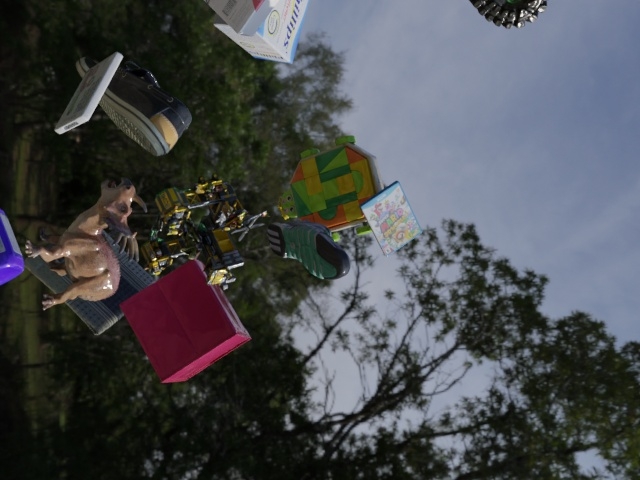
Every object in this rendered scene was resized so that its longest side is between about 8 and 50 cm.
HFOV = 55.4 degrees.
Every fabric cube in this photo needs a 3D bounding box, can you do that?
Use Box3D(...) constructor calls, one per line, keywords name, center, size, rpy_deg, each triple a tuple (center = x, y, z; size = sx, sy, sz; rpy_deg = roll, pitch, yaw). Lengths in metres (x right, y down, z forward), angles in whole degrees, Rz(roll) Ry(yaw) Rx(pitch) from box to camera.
Box3D(name="fabric cube", center=(-0.394, 0.245, 1.825), size=(0.258, 0.259, 0.254), rpy_deg=(57, -5, 12))

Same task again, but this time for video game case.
Box3D(name="video game case", center=(-0.460, -0.291, 1.205), size=(0.143, 0.019, 0.157), rpy_deg=(-5, -122, 47))
Box3D(name="video game case", center=(0.182, -0.054, 1.561), size=(0.166, 0.119, 0.015), rpy_deg=(60, -8, -28))

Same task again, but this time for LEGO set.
Box3D(name="LEGO set", center=(-0.294, 0.014, 1.503), size=(0.331, 0.255, 0.192), rpy_deg=(-50, -118, 42))

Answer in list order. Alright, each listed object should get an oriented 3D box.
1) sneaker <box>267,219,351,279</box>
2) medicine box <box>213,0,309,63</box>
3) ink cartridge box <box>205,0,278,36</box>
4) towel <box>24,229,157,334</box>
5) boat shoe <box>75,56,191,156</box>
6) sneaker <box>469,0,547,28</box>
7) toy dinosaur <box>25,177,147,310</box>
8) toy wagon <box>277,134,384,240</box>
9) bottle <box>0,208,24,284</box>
Box3D(name="sneaker", center=(0.000, 0.000, 1.054), size=(0.224, 0.098, 0.083), rpy_deg=(25, -54, 51))
Box3D(name="medicine box", center=(-0.166, -0.720, 1.856), size=(0.149, 0.289, 0.263), rpy_deg=(16, -88, 20))
Box3D(name="ink cartridge box", center=(-0.222, -0.662, 1.572), size=(0.218, 0.092, 0.158), rpy_deg=(46, -67, 5))
Box3D(name="towel", center=(-0.718, 0.108, 1.918), size=(0.324, 0.312, 0.056), rpy_deg=(46, -55, -5))
Box3D(name="boat shoe", center=(-0.532, -0.404, 1.725), size=(0.500, 0.156, 0.187), rpy_deg=(37, -18, 36))
Box3D(name="sneaker", center=(0.231, -0.495, 1.050), size=(0.134, 0.343, 0.146), rpy_deg=(-48, -156, 42))
Box3D(name="toy dinosaur", center=(-0.428, 0.038, 1.160), size=(0.127, 0.200, 0.295), rpy_deg=(-105, -162, -47))
Box3D(name="toy wagon", center=(0.011, -0.127, 1.690), size=(0.344, 0.068, 0.267), rpy_deg=(-15, -94, 31))
Box3D(name="bottle", center=(-0.814, -0.029, 1.467), size=(0.283, 0.118, 0.092), rpy_deg=(59, -2, 18))
